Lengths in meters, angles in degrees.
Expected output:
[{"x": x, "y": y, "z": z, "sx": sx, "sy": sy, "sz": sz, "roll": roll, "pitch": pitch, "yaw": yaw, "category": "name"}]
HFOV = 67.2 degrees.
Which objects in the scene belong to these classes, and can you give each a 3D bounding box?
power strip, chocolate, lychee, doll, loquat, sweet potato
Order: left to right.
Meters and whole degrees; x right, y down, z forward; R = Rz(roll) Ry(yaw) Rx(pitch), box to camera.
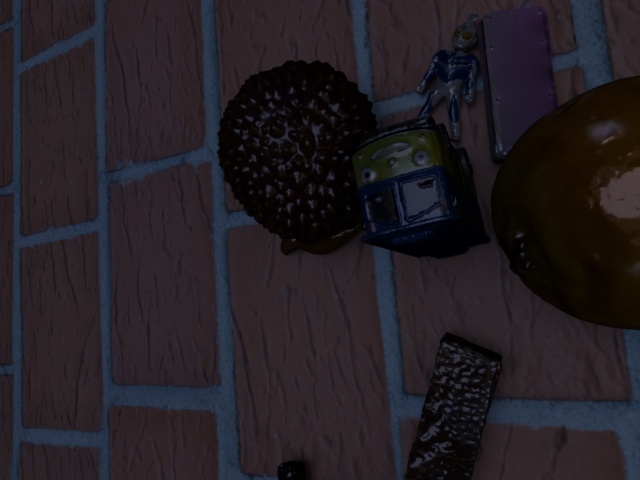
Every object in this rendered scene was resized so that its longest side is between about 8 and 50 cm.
[{"x": -0.036, "y": -0.161, "z": 0.872, "sx": 0.306, "sy": 0.306, "sz": 0.331, "roll": -32, "pitch": 68, "yaw": 22, "category": "lychee"}, {"x": -0.001, "y": -0.001, "z": 0.973, "sx": 0.202, "sy": 0.055, "sz": 0.058, "roll": -13, "pitch": 51, "yaw": 28, "category": "sweet potato"}, {"x": 0.216, "y": 0.327, "z": 0.808, "sx": 0.111, "sy": 0.112, "sz": 0.322, "roll": 15, "pitch": 92, "yaw": 18, "category": "chocolate"}, {"x": 0.234, "y": -0.300, "z": 0.874, "sx": 0.113, "sy": 0.057, "sz": 0.228, "roll": 20, "pitch": 97, "yaw": 31, "category": "doll"}, {"x": 0.333, "y": -0.259, "z": 0.808, "sx": 0.109, "sy": 0.037, "sz": 0.279, "roll": -4, "pitch": 83, "yaw": 6, "category": "power strip"}, {"x": 0.392, "y": -0.044, "z": 0.619, "sx": 0.328, "sy": 0.328, "sz": 0.329, "roll": -3, "pitch": 84, "yaw": 28, "category": "loquat"}]

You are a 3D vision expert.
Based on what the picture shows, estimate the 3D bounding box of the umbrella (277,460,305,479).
[{"x": -0.065, "y": 0.595, "z": 0.936, "sx": 0.094, "sy": 0.090, "sz": 0.326, "roll": -2, "pitch": 85, "yaw": 31, "category": "umbrella"}]

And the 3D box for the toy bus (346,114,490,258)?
[{"x": 0.164, "y": -0.068, "z": 0.760, "sx": 0.138, "sy": 0.287, "sz": 0.175, "roll": -14, "pitch": 78, "yaw": 26, "category": "toy bus"}]
